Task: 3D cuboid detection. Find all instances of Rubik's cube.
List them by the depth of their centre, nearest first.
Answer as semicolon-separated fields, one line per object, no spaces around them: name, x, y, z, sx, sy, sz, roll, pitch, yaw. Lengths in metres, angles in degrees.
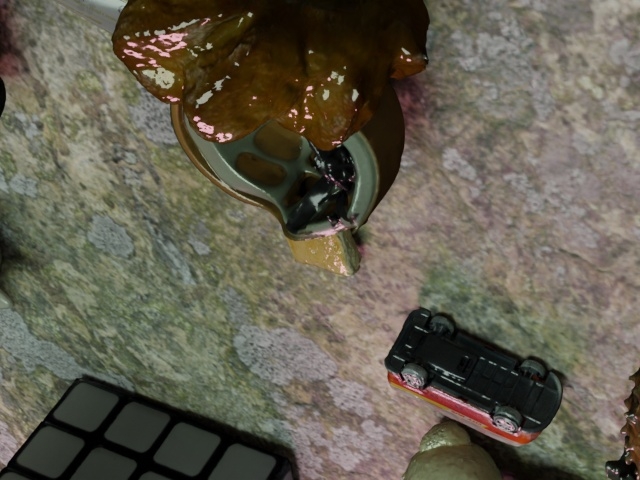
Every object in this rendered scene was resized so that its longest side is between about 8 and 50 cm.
Rubik's cube;-0.237;0.440;1.812;0.337;0.344;0.344;18;141;21

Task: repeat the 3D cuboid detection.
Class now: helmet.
helmet;-0.015;-0.106;1.235;0.224;0.130;0.198;10;137;49

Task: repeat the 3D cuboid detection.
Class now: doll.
doll;0.212;0.324;1.530;0.278;0.149;0.175;22;110;-4

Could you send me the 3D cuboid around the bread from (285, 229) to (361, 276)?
bread;0.000;0.000;1.415;0.083;0.035;0.070;10;136;38

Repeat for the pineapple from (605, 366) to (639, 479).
pineapple;0.349;0.213;1.308;0.170;0.141;0.310;-1;143;4

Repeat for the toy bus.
toy bus;0.152;0.144;1.423;0.174;0.079;0.077;25;150;12

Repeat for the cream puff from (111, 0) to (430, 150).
cream puff;-0.029;-0.194;1.061;0.241;0.269;0.155;15;164;-28

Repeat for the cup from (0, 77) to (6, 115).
cup;-0.418;-0.196;1.441;0.223;0.169;0.176;52;166;40

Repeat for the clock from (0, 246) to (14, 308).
clock;-0.513;0.000;1.742;0.324;0.108;0.265;38;142;-4

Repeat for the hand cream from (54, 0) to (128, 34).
hand cream;-0.219;-0.231;1.331;0.209;0.043;0.067;29;138;-1
